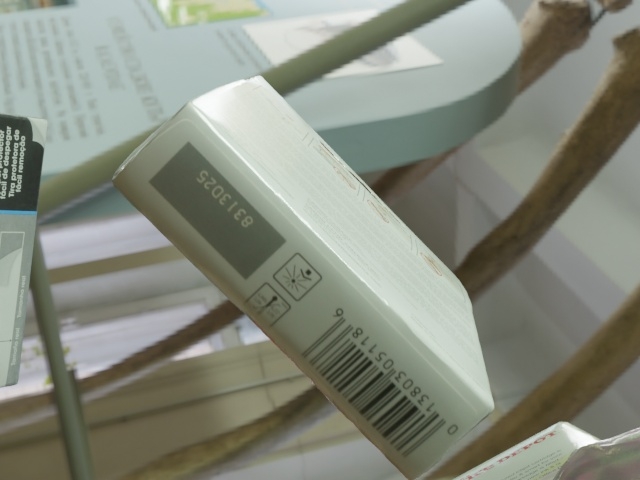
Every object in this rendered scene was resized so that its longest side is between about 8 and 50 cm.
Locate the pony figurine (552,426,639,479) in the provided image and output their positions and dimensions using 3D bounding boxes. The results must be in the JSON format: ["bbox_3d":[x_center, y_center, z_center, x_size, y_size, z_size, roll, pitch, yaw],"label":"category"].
[{"bbox_3d":[0.241,0.074,0.401,0.363,0.302,0.351,90,10,-61],"label":"pony figurine"}]

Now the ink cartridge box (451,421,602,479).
[{"bbox_3d":[0.155,0.210,0.654,0.127,0.128,0.176,64,-6,-5],"label":"ink cartridge box"}]

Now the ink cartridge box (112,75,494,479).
[{"bbox_3d":[0.000,0.000,0.422,0.145,0.045,0.179,45,9,-6],"label":"ink cartridge box"}]

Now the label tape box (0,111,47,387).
[{"bbox_3d":[-0.381,0.005,0.803,0.105,0.333,0.241,11,-84,34],"label":"label tape box"}]
